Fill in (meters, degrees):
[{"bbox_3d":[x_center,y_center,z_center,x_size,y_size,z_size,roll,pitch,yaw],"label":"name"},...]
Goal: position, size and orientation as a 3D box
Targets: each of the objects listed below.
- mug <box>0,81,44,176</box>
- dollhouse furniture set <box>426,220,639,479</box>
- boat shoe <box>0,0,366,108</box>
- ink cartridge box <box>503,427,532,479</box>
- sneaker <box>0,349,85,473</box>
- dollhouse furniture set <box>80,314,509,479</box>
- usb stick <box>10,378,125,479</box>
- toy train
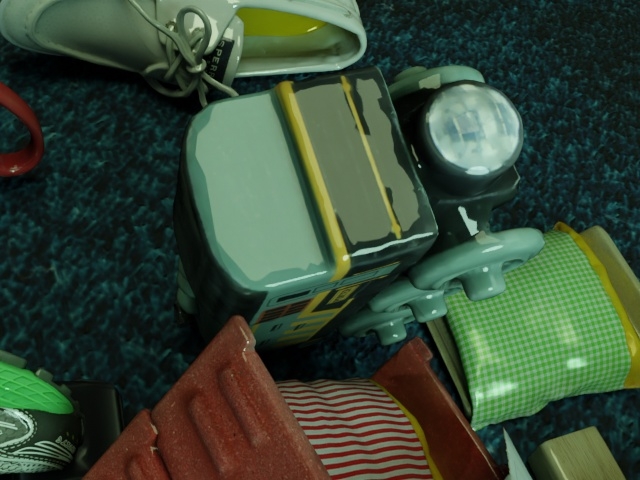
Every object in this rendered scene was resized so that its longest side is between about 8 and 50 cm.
[{"bbox_3d":[-0.301,-0.091,0.590,0.113,0.169,0.150,37,54,15],"label":"mug"},{"bbox_3d":[0.220,0.085,0.601,0.198,0.151,0.301,-10,57,-21],"label":"dollhouse furniture set"},{"bbox_3d":[-0.114,-0.192,0.751,0.367,0.136,0.156,-7,58,-31],"label":"boat shoe"},{"bbox_3d":[0.114,0.213,0.364,0.066,0.232,0.189,-28,90,6],"label":"ink cartridge box"},{"bbox_3d":[-0.291,0.127,0.395,0.344,0.134,0.146,-2,74,-34],"label":"sneaker"},{"bbox_3d":[0.056,0.232,0.391,0.201,0.152,0.374,13,37,-56],"label":"dollhouse furniture set"},{"bbox_3d":[-0.145,0.212,0.480,0.077,0.045,0.278,-2,54,-23],"label":"usb stick"},{"bbox_3d":[0.000,0.000,0.507,0.190,0.334,0.142,-13,78,-16],"label":"toy train"}]
